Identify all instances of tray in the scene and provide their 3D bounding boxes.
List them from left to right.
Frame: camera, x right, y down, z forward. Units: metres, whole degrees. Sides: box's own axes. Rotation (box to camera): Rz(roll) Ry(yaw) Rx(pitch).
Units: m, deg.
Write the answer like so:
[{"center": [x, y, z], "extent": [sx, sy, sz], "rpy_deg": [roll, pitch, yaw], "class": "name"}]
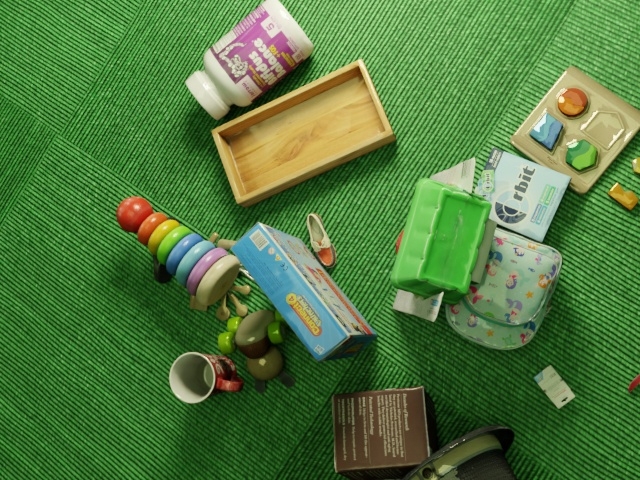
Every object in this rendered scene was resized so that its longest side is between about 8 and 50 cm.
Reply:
[{"center": [-0.043, -0.256, 1.837], "extent": [0.410, 0.076, 0.203], "rpy_deg": [-23, 78, 12], "class": "tray"}]

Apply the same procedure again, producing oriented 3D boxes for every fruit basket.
[{"center": [0.245, 0.005, 1.599], "extent": [0.165, 0.353, 0.327], "rpy_deg": [16, 86, -1], "class": "fruit basket"}]

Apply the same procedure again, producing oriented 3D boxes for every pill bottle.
[{"center": [-0.178, -0.436, 1.845], "extent": [0.301, 0.169, 0.169], "rpy_deg": [-39, 75, 8], "class": "pill bottle"}]

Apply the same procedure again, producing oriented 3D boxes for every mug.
[{"center": [-0.255, 0.330, 1.768], "extent": [0.150, 0.169, 0.113], "rpy_deg": [40, 93, 15], "class": "mug"}]

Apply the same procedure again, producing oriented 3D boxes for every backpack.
[{"center": [0.385, 0.107, 1.623], "extent": [0.225, 0.191, 0.254], "rpy_deg": [22, 94, 8], "class": "backpack"}]

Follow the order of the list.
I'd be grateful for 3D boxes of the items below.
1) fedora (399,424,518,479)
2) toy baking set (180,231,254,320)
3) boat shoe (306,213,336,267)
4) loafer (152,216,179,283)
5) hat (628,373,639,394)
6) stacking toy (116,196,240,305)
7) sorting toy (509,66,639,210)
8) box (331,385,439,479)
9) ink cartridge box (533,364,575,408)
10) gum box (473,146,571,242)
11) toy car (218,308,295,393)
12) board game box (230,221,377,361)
[{"center": [0.287, 0.526, 1.519], "extent": [0.334, 0.334, 0.153], "rpy_deg": [-40, 55, 7], "class": "fedora"}, {"center": [-0.229, 0.079, 1.868], "extent": [0.196, 0.030, 0.256], "rpy_deg": [32, 98, 10], "class": "toy baking set"}, {"center": [0.000, 0.000, 1.808], "extent": [0.049, 0.043, 0.137], "rpy_deg": [-19, 80, 10], "class": "boat shoe"}, {"center": [-0.399, 0.024, 1.908], "extent": [0.061, 0.062, 0.170], "rpy_deg": [1, 77, 35], "class": "loafer"}, {"center": [0.743, 0.190, 1.599], "extent": [0.208, 0.183, 0.173], "rpy_deg": [-23, 82, -31], "class": "hat"}, {"center": [-0.358, 0.012, 1.814], "extent": [0.330, 0.141, 0.141], "rpy_deg": [35, 93, 13], "class": "stacking toy"}, {"center": [0.610, -0.220, 1.676], "extent": [0.307, 0.041, 0.229], "rpy_deg": [40, 94, 16], "class": "sorting toy"}, {"center": [0.143, 0.423, 1.634], "extent": [0.203, 0.168, 0.167], "rpy_deg": [-9, 64, 13], "class": "box"}, {"center": [0.508, 0.318, 1.641], "extent": [0.048, 0.028, 0.083], "rpy_deg": [-39, 75, 7], "class": "ink cartridge box"}, {"center": [0.443, -0.103, 1.692], "extent": [0.184, 0.041, 0.157], "rpy_deg": [24, 98, 18], "class": "gum box"}, {"center": [-0.130, 0.272, 1.786], "extent": [0.154, 0.149, 0.189], "rpy_deg": [-14, 108, 15], "class": "toy car"}, {"center": [-0.027, 0.119, 1.666], "extent": [0.086, 0.302, 0.308], "rpy_deg": [-41, 75, 7], "class": "board game box"}]
